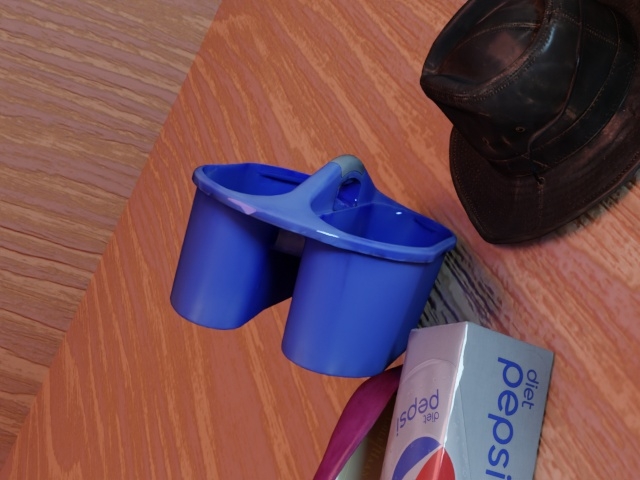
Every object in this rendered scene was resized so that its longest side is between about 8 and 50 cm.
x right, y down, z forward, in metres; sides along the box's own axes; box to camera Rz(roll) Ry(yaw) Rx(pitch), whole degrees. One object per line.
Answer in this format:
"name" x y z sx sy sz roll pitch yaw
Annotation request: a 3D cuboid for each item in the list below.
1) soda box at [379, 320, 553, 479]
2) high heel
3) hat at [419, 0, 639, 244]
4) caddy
"soda box" 0.108 0.217 0.874 0.091 0.098 0.286 -18 55 61
"high heel" 0.026 0.273 0.913 0.181 0.127 0.377 119 168 -45
"hat" 0.180 -0.154 0.977 0.331 0.134 0.331 -46 33 43
"caddy" 0.000 0.000 1.039 0.341 0.241 0.179 -18 -52 -74
